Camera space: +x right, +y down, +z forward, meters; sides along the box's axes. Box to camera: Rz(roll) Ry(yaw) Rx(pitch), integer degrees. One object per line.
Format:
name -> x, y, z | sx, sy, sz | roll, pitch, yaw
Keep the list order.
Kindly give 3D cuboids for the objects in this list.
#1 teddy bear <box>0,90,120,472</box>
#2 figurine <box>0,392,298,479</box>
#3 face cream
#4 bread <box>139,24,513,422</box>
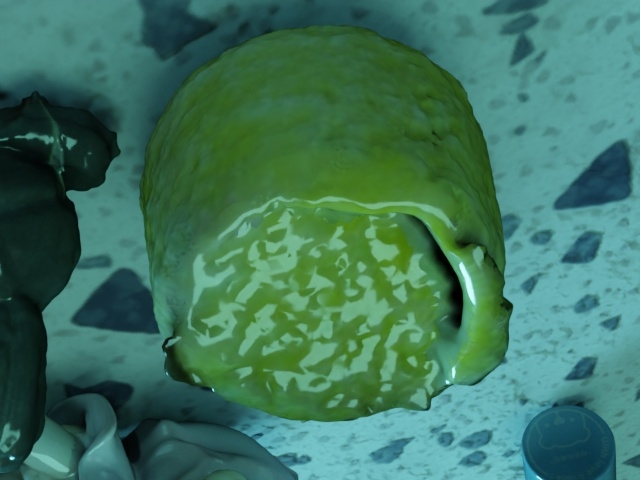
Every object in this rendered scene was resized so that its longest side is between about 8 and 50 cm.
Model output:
teddy bear -> -0.213, 0.039, 0.529 | 0.251, 0.171, 0.144 | -7, 163, -21
figurine -> -0.126, 0.174, 0.735 | 0.276, 0.133, 0.200 | 26, 136, -34
face cream -> 0.222, 0.237, 0.971 | 0.077, 0.077, 0.250 | -18, 141, 0
bread -> 0.002, -0.004, 0.551 | 0.197, 0.170, 0.197 | -3, 129, -4
